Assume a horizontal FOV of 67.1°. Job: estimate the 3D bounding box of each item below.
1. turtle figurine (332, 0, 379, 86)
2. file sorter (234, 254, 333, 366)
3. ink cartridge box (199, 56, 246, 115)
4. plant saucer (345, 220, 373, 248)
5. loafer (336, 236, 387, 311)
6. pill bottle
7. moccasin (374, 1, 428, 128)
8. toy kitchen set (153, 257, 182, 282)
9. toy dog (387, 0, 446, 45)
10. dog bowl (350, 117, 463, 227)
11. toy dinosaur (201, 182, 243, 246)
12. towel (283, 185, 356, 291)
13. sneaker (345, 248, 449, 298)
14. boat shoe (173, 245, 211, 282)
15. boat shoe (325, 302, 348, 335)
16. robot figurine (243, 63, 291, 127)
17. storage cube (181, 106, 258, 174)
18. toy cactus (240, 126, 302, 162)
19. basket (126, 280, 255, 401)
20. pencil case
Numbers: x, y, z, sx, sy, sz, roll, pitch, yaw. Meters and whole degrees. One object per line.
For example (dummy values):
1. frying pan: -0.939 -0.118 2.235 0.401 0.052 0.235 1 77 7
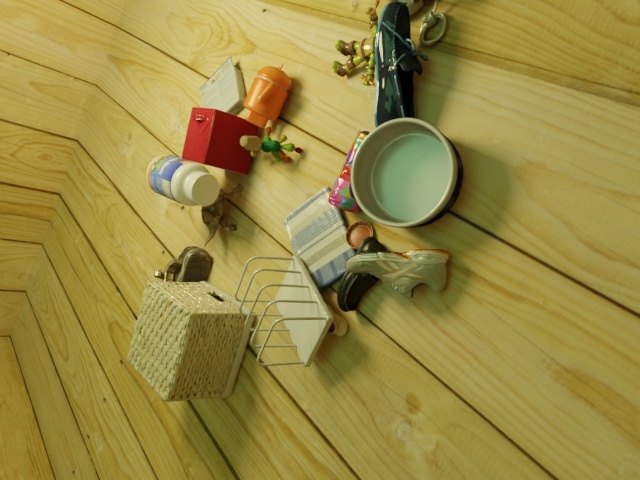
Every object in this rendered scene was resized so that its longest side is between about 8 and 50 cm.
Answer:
1. turtle figurine: 0.133 -0.569 1.409 0.217 0.087 0.270 6 98 52
2. file sorter: -0.120 0.195 1.383 0.278 0.173 0.193 58 133 46
3. ink cartridge box: -0.390 -0.574 1.918 0.223 0.045 0.224 -30 62 34
4. plant saucer: 0.111 -0.014 1.361 0.083 0.013 0.084 -11 63 23
5. loafer: 0.114 0.100 1.304 0.078 0.080 0.220 29 102 42
6. pill bottle: -0.474 -0.205 1.679 0.272 0.152 0.152 21 96 40
7. moccasin: 0.223 -0.450 1.282 0.116 0.137 0.342 10 108 41
8. toy kitchen set: -0.563 0.114 1.776 0.075 0.068 0.083 -30 50 38
9. toy dog: 0.300 -0.694 1.230 0.333 0.161 0.220 -44 56 28
10. dog bowl: 0.214 -0.163 1.205 0.264 0.104 0.265 0 89 29
11. toy dinosaur: -0.407 -0.125 1.800 0.200 0.127 0.296 5 89 43
12. towel: 0.000 0.000 1.462 0.209 0.034 0.285 -36 61 30
13. sneaker: 0.186 0.085 1.201 0.262 0.099 0.121 -3 89 24
14. boat shoe: -0.532 0.186 1.866 0.130 0.132 0.355 27 92 52
15. boat shoe: 0.005 0.220 1.396 0.170 0.059 0.063 27 101 42
16. robot figurine: -0.180 -0.497 1.652 0.128 0.158 0.219 29 98 26
17. storage cube: -0.365 -0.358 1.742 0.183 0.215 0.193 20 99 47
18. toy cactus: -0.186 -0.321 1.593 0.219 0.180 0.112 22 102 32
19. basket: -0.453 0.336 1.657 0.328 0.266 0.331 22 99 42
20. pencil case: 0.106 -0.193 1.358 0.104 0.104 0.236 36 108 40
